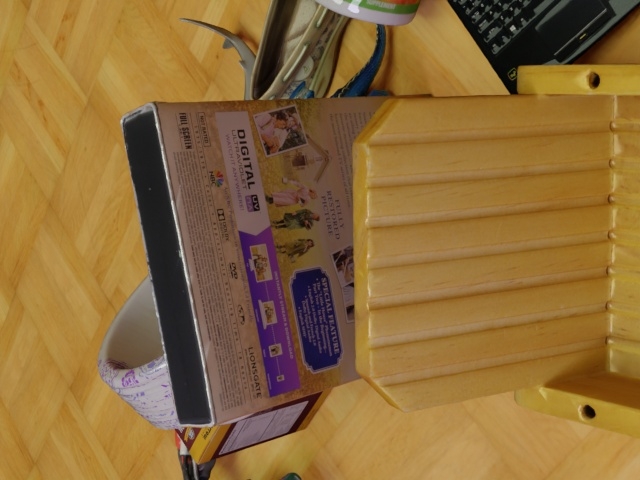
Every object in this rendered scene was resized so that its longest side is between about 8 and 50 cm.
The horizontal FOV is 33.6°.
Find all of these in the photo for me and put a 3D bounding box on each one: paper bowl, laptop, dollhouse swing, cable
[{"bbox_3d":[-0.111,0.101,1.245,0.284,0.284,0.148,-14,124,48],"label":"paper bowl"},{"bbox_3d":[0.186,-0.311,1.052,0.234,0.136,0.264,-42,67,32],"label":"laptop"},{"bbox_3d":[0.243,0.015,0.957,0.315,0.305,0.347,9,103,46],"label":"dollhouse swing"},{"bbox_3d":[-0.205,0.360,1.607,0.139,0.072,0.287,-40,35,51],"label":"cable"}]

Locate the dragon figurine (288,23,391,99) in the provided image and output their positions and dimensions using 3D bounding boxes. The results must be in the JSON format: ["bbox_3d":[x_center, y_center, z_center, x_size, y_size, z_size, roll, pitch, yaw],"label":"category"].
[{"bbox_3d":[0.012,-0.143,1.294,0.085,0.144,0.289,36,122,37],"label":"dragon figurine"}]

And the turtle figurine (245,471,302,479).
[{"bbox_3d":[-0.090,0.399,1.513,0.234,0.175,0.118,-31,56,37],"label":"turtle figurine"}]

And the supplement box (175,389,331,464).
[{"bbox_3d":[-0.118,0.172,1.458,0.191,0.194,0.129,52,130,27],"label":"supplement box"}]

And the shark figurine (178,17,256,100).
[{"bbox_3d":[-0.110,-0.175,1.448,0.166,0.116,0.278,-2,98,46],"label":"shark figurine"}]

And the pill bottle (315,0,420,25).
[{"bbox_3d":[0.076,-0.379,1.185,0.136,0.136,0.245,39,124,36],"label":"pill bottle"}]

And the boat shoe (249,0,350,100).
[{"bbox_3d":[-0.018,-0.298,1.338,0.104,0.089,0.285,33,120,40],"label":"boat shoe"}]

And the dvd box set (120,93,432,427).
[{"bbox_3d":[0.000,0.000,1.130,0.062,0.420,0.307,-12,89,45],"label":"dvd box set"}]
